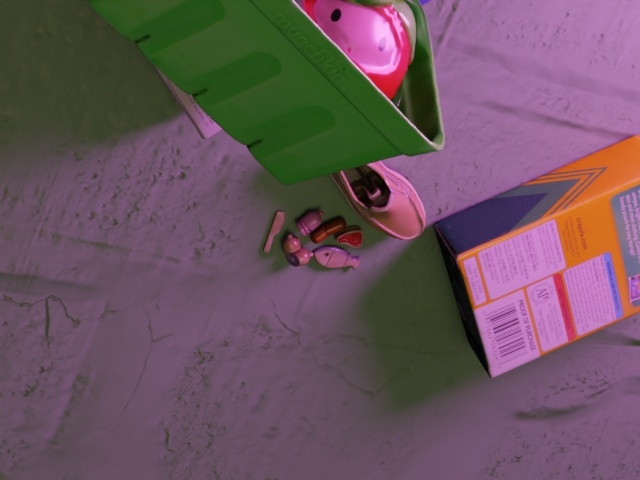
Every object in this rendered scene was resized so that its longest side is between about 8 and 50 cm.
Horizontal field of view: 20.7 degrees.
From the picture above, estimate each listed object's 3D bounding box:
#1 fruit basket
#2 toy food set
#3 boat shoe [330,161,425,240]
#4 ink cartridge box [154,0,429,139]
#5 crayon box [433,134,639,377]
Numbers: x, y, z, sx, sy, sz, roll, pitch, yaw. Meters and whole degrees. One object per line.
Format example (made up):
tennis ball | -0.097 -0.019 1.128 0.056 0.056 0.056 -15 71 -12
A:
fruit basket | 0.017 -0.280 1.614 0.392 0.283 0.392 -2 133 -2
toy food set | 0.000 0.000 2.007 0.122 0.019 0.078 6 120 -25
boat shoe | 0.061 -0.051 1.962 0.068 0.072 0.190 -42 128 9
ink cartridge box | -0.037 -0.258 1.787 0.311 0.065 0.186 -30 126 3
crayon box | 0.315 0.010 2.099 0.323 0.083 0.203 -23 128 -5
